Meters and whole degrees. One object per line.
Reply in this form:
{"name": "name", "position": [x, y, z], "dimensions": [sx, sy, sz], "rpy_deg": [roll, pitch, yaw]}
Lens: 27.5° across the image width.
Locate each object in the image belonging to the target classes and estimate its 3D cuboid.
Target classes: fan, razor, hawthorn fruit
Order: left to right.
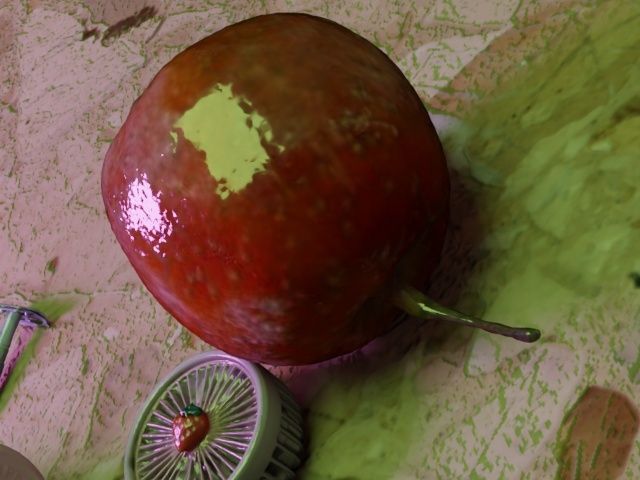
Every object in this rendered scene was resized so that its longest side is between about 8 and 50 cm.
{"name": "razor", "position": [-0.297, 0.123, 1.178], "dimensions": [0.068, 0.040, 0.135], "rpy_deg": [3, 69, 45]}
{"name": "fan", "position": [-0.072, 0.187, 0.880], "dimensions": [0.130, 0.074, 0.244], "rpy_deg": [-27, 45, 25]}
{"name": "hawthorn fruit", "position": [-0.030, -0.023, 0.884], "dimensions": [0.235, 0.231, 0.263], "rpy_deg": [-38, 33, 30]}

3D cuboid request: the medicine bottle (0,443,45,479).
{"name": "medicine bottle", "position": [-0.341, 0.244, 1.025], "dimensions": [0.254, 0.152, 0.152], "rpy_deg": [-15, 50, 36]}
